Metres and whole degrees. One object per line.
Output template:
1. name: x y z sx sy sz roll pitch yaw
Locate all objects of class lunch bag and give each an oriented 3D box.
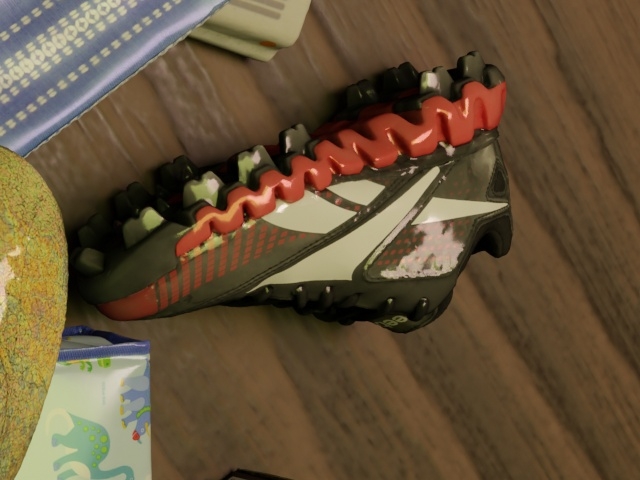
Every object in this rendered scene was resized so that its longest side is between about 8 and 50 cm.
1. lunch bag: -0.160 0.109 0.881 0.151 0.096 0.129 -5 95 -33

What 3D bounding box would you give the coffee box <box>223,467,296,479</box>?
1. coffee box: -0.075 0.245 0.944 0.246 0.098 0.141 -35 111 -29

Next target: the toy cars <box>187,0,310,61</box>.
1. toy cars: 0.044 -0.255 1.019 0.393 0.087 0.176 -43 114 -26

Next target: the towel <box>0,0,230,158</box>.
1. towel: -0.175 -0.214 0.850 0.243 0.040 0.336 -41 101 -24

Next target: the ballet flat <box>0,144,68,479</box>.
1. ballet flat: -0.207 0.122 0.776 0.123 0.123 0.348 28 94 -33

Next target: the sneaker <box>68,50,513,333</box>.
1. sneaker: 0.000 0.000 0.990 0.276 0.097 0.135 -24 103 -34
